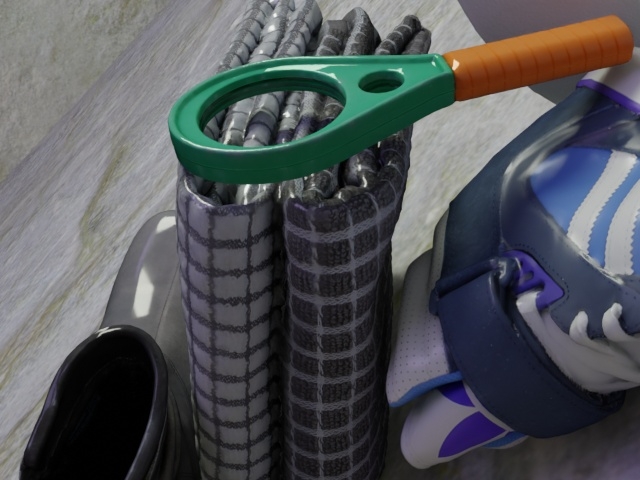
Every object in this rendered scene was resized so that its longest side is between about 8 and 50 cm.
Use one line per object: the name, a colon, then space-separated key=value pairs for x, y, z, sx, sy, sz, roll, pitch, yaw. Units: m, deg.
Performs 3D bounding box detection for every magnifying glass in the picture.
magnifying glass: x=0.040 y=-0.076 z=0.478 sx=0.231 sy=0.026 sz=0.092 roll=-12 pitch=36 yaw=-6

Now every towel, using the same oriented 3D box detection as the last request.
towel: x=0.000 y=0.000 z=0.610 sx=0.121 sy=0.235 sz=0.284 roll=4 pitch=36 yaw=7

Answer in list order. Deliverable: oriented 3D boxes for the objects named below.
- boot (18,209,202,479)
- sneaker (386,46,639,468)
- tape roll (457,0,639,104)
boot: x=-0.108 y=0.095 z=0.608 sx=0.223 sy=0.118 sz=0.338 roll=101 pitch=176 yaw=-63
sneaker: x=0.144 y=0.052 z=0.446 sx=0.236 sy=0.130 sz=0.323 roll=-49 pitch=26 yaw=11
tape roll: x=0.181 y=-0.227 z=0.610 sx=0.100 sy=0.286 sz=0.286 roll=-17 pitch=37 yaw=45
